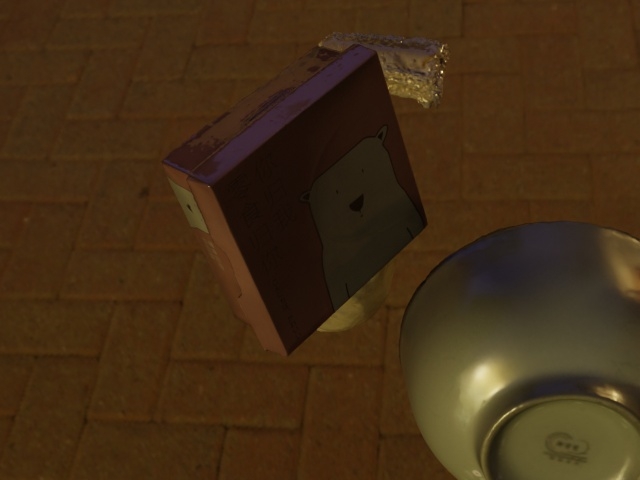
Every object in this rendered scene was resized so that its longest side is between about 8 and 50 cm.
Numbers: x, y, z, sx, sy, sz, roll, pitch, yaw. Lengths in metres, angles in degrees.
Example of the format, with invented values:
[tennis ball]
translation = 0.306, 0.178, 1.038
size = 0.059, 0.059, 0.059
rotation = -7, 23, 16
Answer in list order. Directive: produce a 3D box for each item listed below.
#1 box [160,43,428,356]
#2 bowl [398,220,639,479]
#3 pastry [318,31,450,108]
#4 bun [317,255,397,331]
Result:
[box]
translation = -0.018, -0.040, 0.909
size = 0.215, 0.215, 0.086
rotation = -42, 42, -24
[bowl]
translation = 0.256, 0.173, 1.059
size = 0.353, 0.354, 0.185
rotation = -4, 30, 9
[pastry]
translation = 0.094, -0.298, 1.656
size = 0.258, 0.089, 0.121
rotation = 14, 45, 18
[bun]
translation = 0.000, 0.000, 1.360
size = 0.160, 0.259, 0.259
rotation = -5, 36, -39
